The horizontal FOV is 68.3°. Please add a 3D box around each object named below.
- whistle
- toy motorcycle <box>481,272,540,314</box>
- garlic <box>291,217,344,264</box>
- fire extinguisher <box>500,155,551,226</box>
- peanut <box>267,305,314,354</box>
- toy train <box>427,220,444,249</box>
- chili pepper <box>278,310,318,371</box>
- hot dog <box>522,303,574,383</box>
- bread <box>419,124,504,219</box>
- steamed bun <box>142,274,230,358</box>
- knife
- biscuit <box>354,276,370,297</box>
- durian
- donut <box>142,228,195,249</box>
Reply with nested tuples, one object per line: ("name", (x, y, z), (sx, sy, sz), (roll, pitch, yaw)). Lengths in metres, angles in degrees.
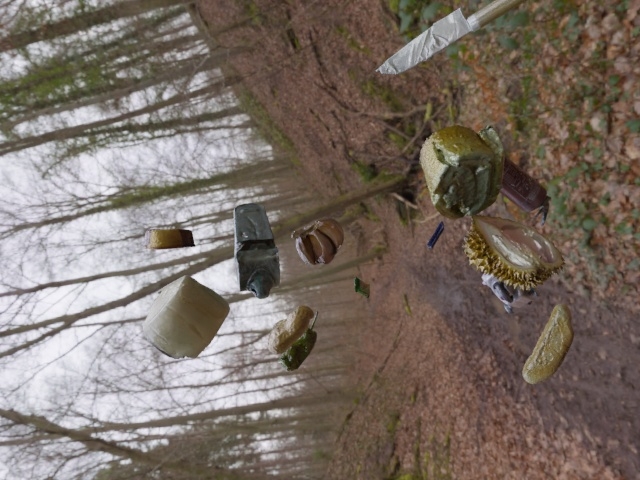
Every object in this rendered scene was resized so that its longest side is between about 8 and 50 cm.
("whistle", (-0.268, 0.036, 1.923), (0.188, 0.167, 0.406), (156, 107, -75))
("toy motorcycle", (0.593, 0.133, 1.496), (0.260, 0.110, 0.171), (12, -136, -49))
("garlic", (0.000, 0.000, 1.998), (0.191, 0.213, 0.160), (58, -178, -13))
("fire extinguisher", (0.593, -0.159, 1.427), (0.268, 0.105, 0.105), (36, -156, -9))
("peanut", (-0.089, 0.251, 1.335), (0.080, 0.174, 0.080), (40, -167, -11))
("toy train", (0.305, -0.015, 1.232), (0.083, 0.017, 0.017), (-55, -35, -17))
("chili pepper", (-0.054, 0.331, 1.509), (0.204, 0.072, 0.073), (-49, 0, -27))
("hot dog", (0.640, 0.293, 1.305), (0.243, 0.073, 0.084), (-70, -13, 14))
("bread", (0.344, -0.151, 1.122), (0.257, 0.185, 0.124), (57, -159, -51))
("steamed bun", (-0.520, 0.313, 1.832), (0.290, 0.273, 0.273), (29, -135, -20))
("knife", (0.214, -0.331, 0.720), (0.047, 0.297, 0.017), (63, -147, -5))
("biscuit", (0.124, 0.139, 1.377), (0.089, 0.016, 0.046), (34, -130, -53))
("durian", (0.490, 0.039, 1.214), (0.183, 0.249, 0.138), (-17, -48, -50))
("donut", (-0.533, -0.005, 1.661), (0.184, 0.166, 0.074), (-1, -90, -47))
